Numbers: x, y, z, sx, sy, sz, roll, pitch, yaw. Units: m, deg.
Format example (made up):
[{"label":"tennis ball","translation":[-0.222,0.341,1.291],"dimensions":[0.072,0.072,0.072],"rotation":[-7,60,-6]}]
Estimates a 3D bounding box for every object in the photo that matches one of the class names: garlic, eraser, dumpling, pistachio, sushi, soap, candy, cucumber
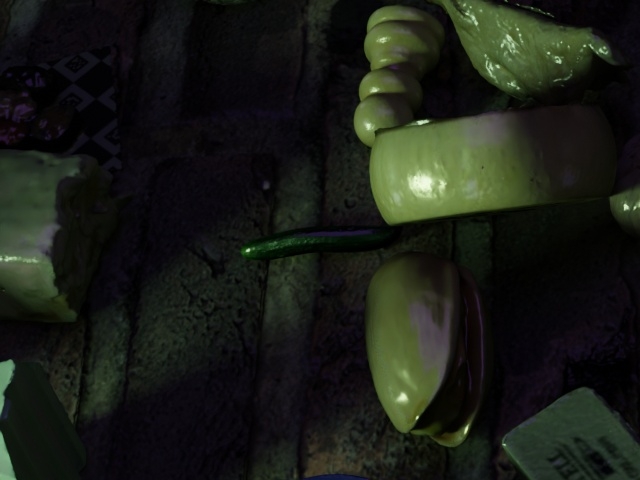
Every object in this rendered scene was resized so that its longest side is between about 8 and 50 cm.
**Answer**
[{"label":"garlic","translation":[0.374,-0.058,1.860],"dimensions":[0.147,0.102,0.159],"rotation":[-7,37,27]},{"label":"eraser","translation":[0.307,0.288,1.610],"dimensions":[0.111,0.077,0.352],"rotation":[-30,51,-11]},{"label":"dumpling","translation":[0.236,-0.199,1.985],"dimensions":[0.086,0.166,0.332],"rotation":[-51,38,-6]},{"label":"pistachio","translation":[0.108,0.103,1.782],"dimensions":[0.144,0.144,0.215],"rotation":[-6,57,10]},{"label":"sushi","translation":[-0.367,-0.153,2.166],"dimensions":[0.231,0.047,0.220],"rotation":[-15,50,3]},{"label":"soap","translation":[-0.310,0.206,1.740],"dimensions":[0.091,0.230,0.145],"rotation":[-5,50,11]},{"label":"candy","translation":[-0.336,-0.011,1.987],"dimensions":[0.195,0.137,0.185],"rotation":[3,53,20]},{"label":"cucumber","translation":[0.000,0.000,1.953],"dimensions":[0.184,0.036,0.033],"rotation":[-5,61,13]}]

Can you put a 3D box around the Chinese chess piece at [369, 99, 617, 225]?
[{"label":"Chinese chess piece","translation":[0.178,-0.079,1.834],"dimensions":[0.257,0.257,0.104],"rotation":[-8,89,8]}]

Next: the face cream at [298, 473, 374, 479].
[{"label":"face cream","translation":[0.015,0.329,1.633],"dimensions":[0.205,0.111,0.206],"rotation":[-7,51,9]}]

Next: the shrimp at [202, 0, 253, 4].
[{"label":"shrimp","translation":[-0.127,-0.330,2.242],"dimensions":[0.165,0.056,0.065],"rotation":[1,67,3]}]

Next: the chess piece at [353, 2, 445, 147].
[{"label":"chess piece","translation":[0.082,-0.180,2.051],"dimensions":[0.094,0.094,0.170],"rotation":[6,61,19]}]
